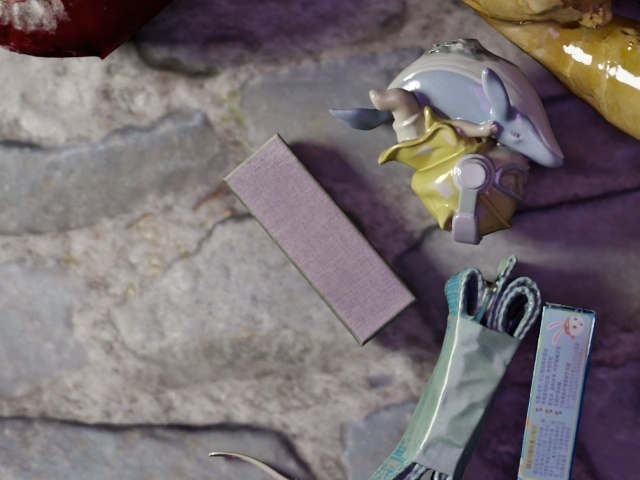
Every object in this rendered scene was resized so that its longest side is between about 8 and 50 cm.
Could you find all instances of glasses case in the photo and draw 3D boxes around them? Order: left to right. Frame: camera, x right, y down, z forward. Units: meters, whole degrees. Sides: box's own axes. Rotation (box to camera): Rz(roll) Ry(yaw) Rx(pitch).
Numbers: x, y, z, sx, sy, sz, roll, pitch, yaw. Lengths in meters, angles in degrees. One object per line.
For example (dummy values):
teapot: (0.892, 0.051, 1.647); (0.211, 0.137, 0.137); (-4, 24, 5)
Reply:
glasses case: (0.000, 0.000, 1.353); (0.071, 0.047, 0.205); (-40, 85, 1)

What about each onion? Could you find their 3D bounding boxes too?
onion: (-0.244, -0.257, 1.308); (0.207, 0.216, 0.206); (-41, 102, 15)

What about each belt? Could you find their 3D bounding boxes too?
belt: (0.114, 0.153, 1.313); (0.087, 0.072, 0.302); (23, 85, 4)

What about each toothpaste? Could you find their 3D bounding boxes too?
toothpaste: (0.209, 0.190, 1.319); (0.050, 0.065, 0.266); (9, 91, 6)

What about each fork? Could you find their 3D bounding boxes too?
fork: (-0.006, 0.244, 1.361); (0.219, 0.034, 0.028); (21, 84, 6)

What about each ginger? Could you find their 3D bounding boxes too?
ginger: (0.172, -0.233, 1.271); (0.348, 0.363, 0.122); (16, 66, 48)

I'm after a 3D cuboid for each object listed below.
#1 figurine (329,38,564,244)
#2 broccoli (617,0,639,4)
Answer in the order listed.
figurine: (0.117, -0.092, 1.305); (0.208, 0.128, 0.184); (8, 94, 15)
broccoli: (0.294, -0.293, 1.271); (0.195, 0.156, 0.195); (5, 123, 8)
